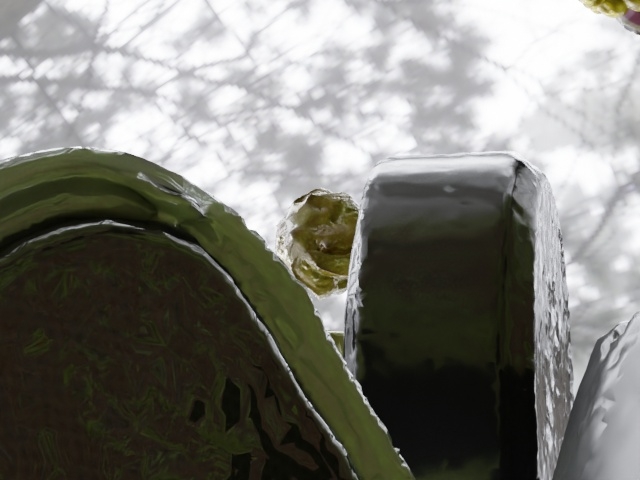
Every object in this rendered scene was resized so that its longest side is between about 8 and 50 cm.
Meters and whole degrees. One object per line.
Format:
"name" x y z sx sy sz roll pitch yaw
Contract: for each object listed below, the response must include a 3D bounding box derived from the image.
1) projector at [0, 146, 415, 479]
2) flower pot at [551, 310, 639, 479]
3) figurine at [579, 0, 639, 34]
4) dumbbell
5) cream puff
"projector" -0.122 0.150 0.384 0.248 0.249 0.248 -40 -76 -46
"flower pot" 0.190 0.153 0.548 0.379 0.379 0.251 7 -104 -31
"figurine" 0.190 -0.190 0.929 0.115 0.095 0.156 -16 -51 -34
"dumbbell" -0.055 0.066 0.756 0.204 0.322 0.204 -2 -90 -77
"cream puff" 0.000 0.000 1.174 0.058 0.083 0.083 17 -128 -29
